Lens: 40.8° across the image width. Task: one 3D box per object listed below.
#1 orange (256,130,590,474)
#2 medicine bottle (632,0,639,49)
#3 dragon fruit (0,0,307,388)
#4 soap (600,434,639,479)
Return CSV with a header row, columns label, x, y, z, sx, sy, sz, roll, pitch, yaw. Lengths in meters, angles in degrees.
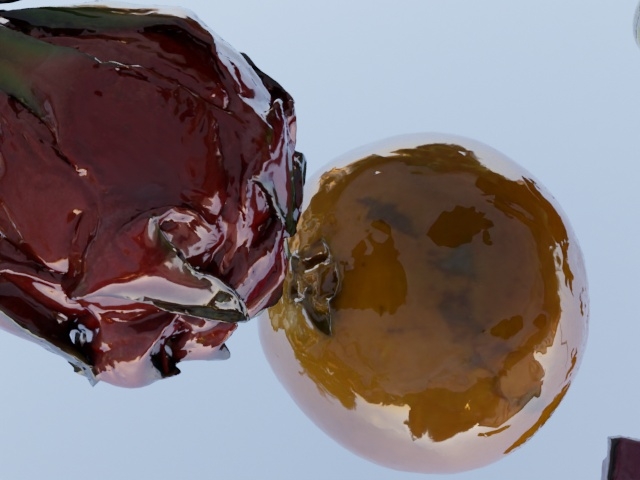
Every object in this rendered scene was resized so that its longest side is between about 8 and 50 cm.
label,x,y,z,sx,sy,sz,roll,pitch,yaw
orange,0.096,0.056,0.794,0.312,0.312,0.312,-4,-116,7
medicine bottle,0.442,-0.181,0.874,0.143,0.143,0.258,-21,-134,-2
dragon fruit,-0.136,-0.042,0.509,0.234,0.293,0.234,-33,-137,37
soap,0.479,0.448,1.183,0.220,0.127,0.325,7,-117,16
